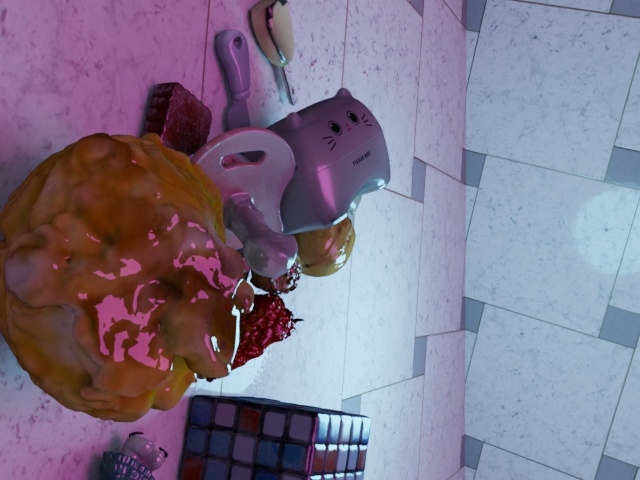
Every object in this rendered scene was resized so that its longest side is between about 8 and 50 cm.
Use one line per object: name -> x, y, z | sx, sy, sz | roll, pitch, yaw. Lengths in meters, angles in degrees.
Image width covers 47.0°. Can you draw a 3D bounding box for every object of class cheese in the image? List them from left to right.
cheese -> -0.088, -0.423, 1.666 | 0.127, 0.054, 0.252 | -58, 143, -46

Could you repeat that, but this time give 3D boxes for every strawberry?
strawberry -> -0.164, 0.190, 1.511 | 0.228, 0.174, 0.098 | -35, 100, -19

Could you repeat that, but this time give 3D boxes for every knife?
knife -> -0.168, -0.266, 1.527 | 0.080, 0.044, 0.332 | -33, 124, -51

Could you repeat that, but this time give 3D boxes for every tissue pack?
tissue pack -> -0.011, -0.172, 1.559 | 0.333, 0.229, 0.236 | -38, 112, -50

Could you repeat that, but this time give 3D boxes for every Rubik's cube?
Rubik's cube -> -0.091, 0.472, 1.484 | 0.293, 0.286, 0.292 | 32, 64, -61

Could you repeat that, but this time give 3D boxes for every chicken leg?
chicken leg -> -0.095, 0.050, 1.582 | 0.251, 0.107, 0.087 | -112, -152, -79

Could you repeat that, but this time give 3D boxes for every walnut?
walnut -> 0.000, 0.000, 1.777 | 0.197, 0.165, 0.165 | -63, 146, -40

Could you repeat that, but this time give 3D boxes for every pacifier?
pacifier -> -0.147, -0.045, 1.343 | 0.220, 0.273, 0.332 | -54, 162, -55

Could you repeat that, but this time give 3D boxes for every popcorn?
popcorn -> -0.283, 0.046, 1.016 | 0.344, 0.354, 0.390 | 32, 19, -39

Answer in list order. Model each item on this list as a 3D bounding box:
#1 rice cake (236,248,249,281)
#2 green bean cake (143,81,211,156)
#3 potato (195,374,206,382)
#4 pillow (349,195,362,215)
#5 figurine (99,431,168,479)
rice cake -> -0.175, 0.033, 1.519 | 0.069, 0.063, 0.207 | 47, 50, -52
green bean cake -> -0.259, -0.202, 1.328 | 0.135, 0.056, 0.136 | 36, 60, -58
potato -> -0.241, 0.159, 1.364 | 0.117, 0.090, 0.226 | -51, 136, -51
pillow -> 0.076, -0.174, 2.011 | 0.134, 0.077, 0.182 | 54, 48, -49
figurine -> -0.340, 0.424, 1.176 | 0.138, 0.110, 0.246 | 61, 36, -33
